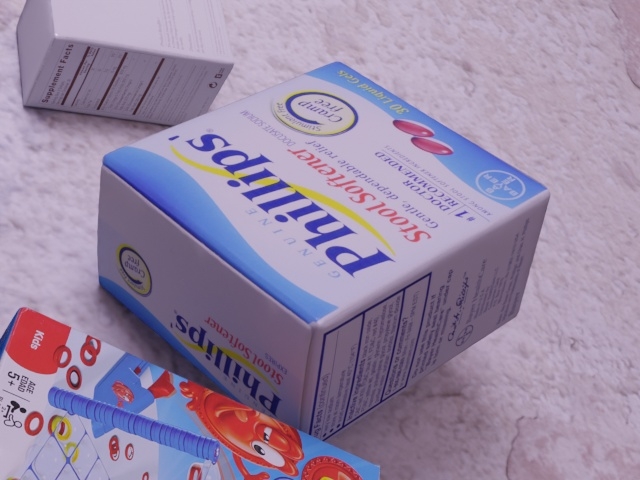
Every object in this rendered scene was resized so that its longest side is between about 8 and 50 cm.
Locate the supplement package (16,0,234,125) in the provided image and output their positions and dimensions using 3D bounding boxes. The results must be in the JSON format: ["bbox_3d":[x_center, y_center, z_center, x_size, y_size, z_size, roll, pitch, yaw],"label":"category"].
[{"bbox_3d":[-0.190,-0.188,1.242,0.179,0.105,0.105,6,54,-27],"label":"supplement package"}]

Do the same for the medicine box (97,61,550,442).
[{"bbox_3d":[0.000,0.000,1.110,0.289,0.149,0.263,-27,50,-38],"label":"medicine box"}]

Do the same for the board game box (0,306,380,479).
[{"bbox_3d":[-0.115,0.232,0.857,0.302,0.086,0.308,26,38,-16],"label":"board game box"}]
